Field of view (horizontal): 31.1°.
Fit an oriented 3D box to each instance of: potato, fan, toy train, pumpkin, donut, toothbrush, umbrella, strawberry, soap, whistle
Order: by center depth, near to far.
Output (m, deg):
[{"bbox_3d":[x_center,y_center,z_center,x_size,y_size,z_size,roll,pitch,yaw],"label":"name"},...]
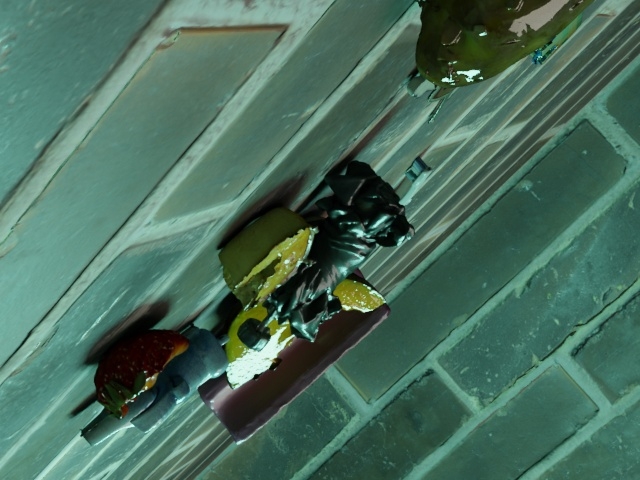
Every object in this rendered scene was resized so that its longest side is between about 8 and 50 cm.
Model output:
[{"bbox_3d":[0.210,-0.273,1.173,0.296,0.141,0.191,-44,-173,11],"label":"potato"},{"bbox_3d":[-0.238,0.164,1.556,0.146,0.082,0.187,-40,179,27],"label":"strawberry"},{"bbox_3d":[-0.073,0.016,1.568,0.146,0.078,0.181,-41,165,-9],"label":"donut"},{"bbox_3d":[0.324,-0.315,1.649,0.099,0.072,0.188,-42,171,6],"label":"toy train"},{"bbox_3d":[-0.010,0.042,1.686,0.349,0.143,0.094,-46,163,24],"label":"umbrella"},{"bbox_3d":[0.202,-0.235,1.723,0.132,0.009,0.220,-34,167,-28],"label":"fan"},{"bbox_3d":[-0.248,0.224,1.752,0.269,0.093,0.180,-38,-164,-14],"label":"whistle"},{"bbox_3d":[-0.062,0.092,1.895,0.312,0.148,0.169,-28,-147,12],"label":"pumpkin"},{"bbox_3d":[-0.058,0.190,2.083,0.359,0.128,0.233,-41,-170,-6],"label":"soap"},{"bbox_3d":[0.125,-0.047,2.193,0.040,0.040,0.386,-36,170,-31],"label":"toothbrush"}]

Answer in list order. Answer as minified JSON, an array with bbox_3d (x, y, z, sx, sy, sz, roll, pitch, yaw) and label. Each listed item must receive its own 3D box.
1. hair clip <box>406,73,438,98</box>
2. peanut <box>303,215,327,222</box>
[{"bbox_3d":[0.213,-0.262,1.519,0.220,0.054,0.140,-42,176,17],"label":"hair clip"},{"bbox_3d":[0.000,0.000,1.779,0.076,0.076,0.152,-45,149,20],"label":"peanut"}]
